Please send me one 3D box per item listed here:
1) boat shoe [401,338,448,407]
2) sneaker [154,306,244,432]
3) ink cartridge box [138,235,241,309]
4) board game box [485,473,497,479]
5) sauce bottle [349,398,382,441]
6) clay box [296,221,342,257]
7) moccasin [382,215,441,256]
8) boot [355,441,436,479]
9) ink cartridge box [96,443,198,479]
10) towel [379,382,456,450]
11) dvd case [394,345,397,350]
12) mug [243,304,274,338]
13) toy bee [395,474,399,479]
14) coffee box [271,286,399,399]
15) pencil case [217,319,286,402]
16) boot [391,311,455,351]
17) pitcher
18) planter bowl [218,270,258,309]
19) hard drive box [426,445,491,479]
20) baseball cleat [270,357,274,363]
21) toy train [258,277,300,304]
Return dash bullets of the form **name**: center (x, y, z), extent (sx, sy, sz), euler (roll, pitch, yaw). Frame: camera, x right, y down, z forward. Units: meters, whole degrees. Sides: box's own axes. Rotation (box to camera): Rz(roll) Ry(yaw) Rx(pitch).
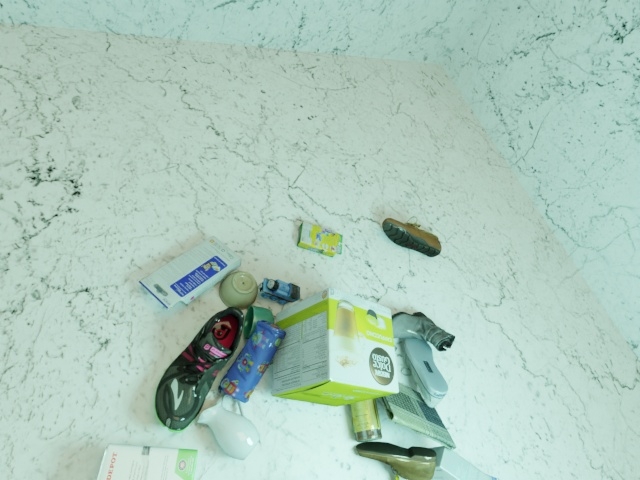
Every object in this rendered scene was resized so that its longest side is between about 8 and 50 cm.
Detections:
- **boat shoe**: center (0.449, 0.589, 1.883), extent (0.136, 0.156, 0.367), euler (8, 28, -17)
- **sneaker**: center (-0.421, 0.424, 1.485), extent (0.185, 0.202, 0.482), euler (29, 51, -8)
- **ink cartridge box**: center (-0.513, 0.131, 1.683), extent (0.176, 0.069, 0.371), euler (36, 47, 19)
- **board game box**: center (0.671, 1.079, 1.747), extent (0.136, 0.035, 0.201), euler (26, 52, -11)
- **sauce bottle**: center (0.169, 0.635, 1.718), extent (0.112, 0.111, 0.344), euler (7, 56, -24)
- **clay box**: center (0.000, 0.000, 2.065), extent (0.222, 0.053, 0.127), euler (19, 54, -18)
- **moccasin**: center (0.502, -0.038, 2.294), extent (0.380, 0.139, 0.146), euler (19, 53, -17)
- **boot**: center (0.284, 0.849, 1.606), extent (0.306, 0.112, 0.115), euler (5, 91, 12)
- **ink cartridge box**: center (-0.536, 0.743, 1.281), extent (0.273, 0.114, 0.198), euler (15, 55, -19)
- **towel**: center (0.363, 0.688, 1.705), extent (0.324, 0.056, 0.312), euler (30, 11, -14)
- **dvd case**: center (0.290, 0.489, 1.934), extent (0.119, 0.013, 0.087), euler (42, 51, 0)
- **mug**: center (-0.243, 0.322, 1.688), extent (0.098, 0.129, 0.157), euler (15, 55, -23)
- **toy bee**: center (0.324, 0.999, 1.558), extent (0.299, 0.162, 0.195), euler (17, 42, 19)
- **coffee box**: center (0.051, 0.422, 1.595), extent (0.338, 0.338, 0.334), euler (23, 51, -33)
- **pencil case**: center (-0.251, 0.439, 1.550), extent (0.133, 0.119, 0.306), euler (25, 80, 34)
- **boot**: center (0.455, 0.421, 1.902), extent (0.338, 0.118, 0.223), euler (-5, 27, -40)
- **pitcher**: center (-0.302, 0.645, 1.473), extent (0.207, 0.125, 0.178), euler (37, 35, 12)
- **planter bowl**: center (-0.329, 0.194, 1.737), extent (0.162, 0.109, 0.162), euler (13, 56, -20)
- **hard drive box**: center (0.523, 0.928, 1.673), extent (0.232, 0.181, 0.089), euler (36, 52, -2)
- **baseball cleat**: center (-0.171, 0.442, 1.698), extent (0.206, 0.072, 0.109), euler (-5, 57, -41)
- **toy train**: center (-0.175, 0.213, 1.786), extent (0.184, 0.105, 0.080), euler (29, 47, -38)
